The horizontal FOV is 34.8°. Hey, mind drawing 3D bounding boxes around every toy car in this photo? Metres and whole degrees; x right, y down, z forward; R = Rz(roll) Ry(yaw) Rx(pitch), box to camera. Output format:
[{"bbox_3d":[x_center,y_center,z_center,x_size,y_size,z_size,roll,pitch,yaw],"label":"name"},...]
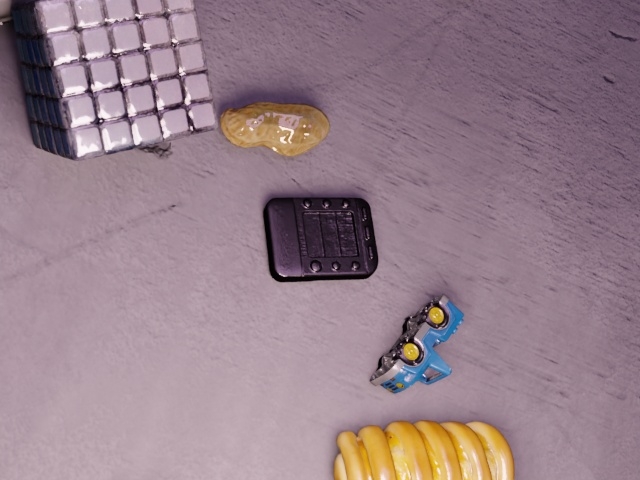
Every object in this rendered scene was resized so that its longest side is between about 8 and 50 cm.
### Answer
[{"bbox_3d":[0.171,0.181,1.687,0.100,0.097,0.191,42,60,-3],"label":"toy car"}]

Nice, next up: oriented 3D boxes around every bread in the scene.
[{"bbox_3d":[0.173,0.365,1.600,0.311,0.121,0.173,-1,69,-24],"label":"bread"}]

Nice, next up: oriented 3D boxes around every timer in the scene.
[{"bbox_3d":[0.000,0.000,1.719,0.187,0.055,0.144,0,67,-18],"label":"timer"}]

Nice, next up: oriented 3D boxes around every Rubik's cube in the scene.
[{"bbox_3d":[-0.315,-0.262,1.546,0.238,0.237,0.237,-15,104,-25],"label":"Rubik's cube"}]

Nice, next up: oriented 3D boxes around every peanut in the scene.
[{"bbox_3d":[-0.077,-0.192,1.748,0.194,0.083,0.094,-3,105,-18],"label":"peanut"}]

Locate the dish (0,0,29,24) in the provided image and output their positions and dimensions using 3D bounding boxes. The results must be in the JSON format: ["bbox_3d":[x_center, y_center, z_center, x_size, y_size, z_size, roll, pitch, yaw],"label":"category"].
[{"bbox_3d":[-0.523,-0.395,1.634,0.190,0.066,0.191,0,38,0],"label":"dish"}]
